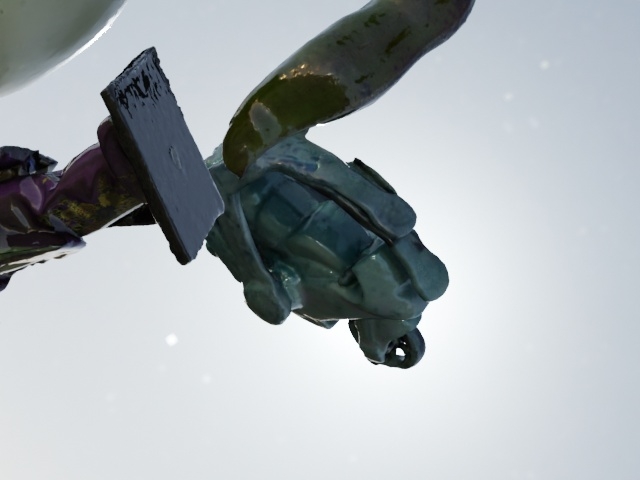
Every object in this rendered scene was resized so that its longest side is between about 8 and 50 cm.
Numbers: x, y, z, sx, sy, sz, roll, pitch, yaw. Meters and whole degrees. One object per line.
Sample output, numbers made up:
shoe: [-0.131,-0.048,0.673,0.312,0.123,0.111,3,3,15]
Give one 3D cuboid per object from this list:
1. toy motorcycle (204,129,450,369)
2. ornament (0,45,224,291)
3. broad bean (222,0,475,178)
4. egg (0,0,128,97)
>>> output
toy motorcycle: [0.000,0.000,1.722,0.260,0.154,0.206,36,-35,11]
ornament: [-0.143,0.004,0.842,0.081,0.203,0.088,59,14,-11]
broad bean: [0.049,-0.163,1.550,0.077,0.339,0.061,41,-25,14]
egg: [-0.290,-0.249,1.524,0.283,0.345,0.283,35,-27,20]
